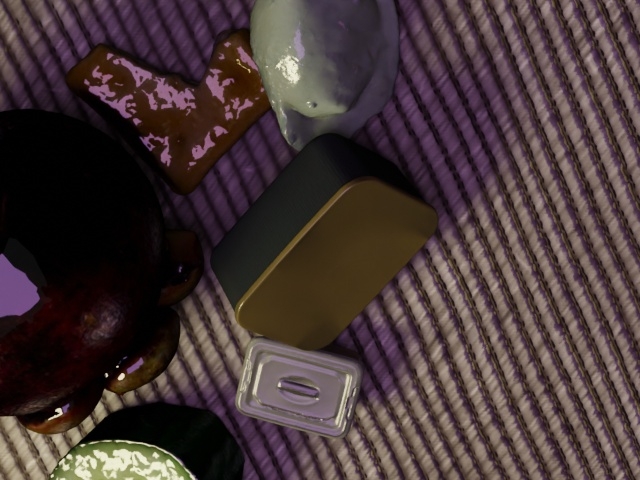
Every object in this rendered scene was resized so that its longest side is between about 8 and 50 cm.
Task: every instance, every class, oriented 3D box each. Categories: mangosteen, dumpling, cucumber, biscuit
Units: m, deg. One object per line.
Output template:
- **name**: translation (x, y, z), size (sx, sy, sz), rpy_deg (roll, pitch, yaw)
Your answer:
- **mangosteen**: translation (-0.272, 0.041, 1.663), size (0.307, 0.307, 0.347), rpy_deg (-39, 126, 15)
- **dumpling**: translation (-0.005, -0.196, 1.649), size (0.108, 0.153, 0.219), rpy_deg (14, 108, 32)
- **cucumber**: translation (-0.177, 0.259, 1.779), size (0.191, 0.130, 0.191), rpy_deg (2, 103, 11)
- **biscuit**: translation (-0.137, -0.156, 1.707), size (0.183, 0.039, 0.174), rpy_deg (-40, 94, 15)

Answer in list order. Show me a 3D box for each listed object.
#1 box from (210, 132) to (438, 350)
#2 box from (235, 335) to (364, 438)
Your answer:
- **box**: translation (0.000, 0.000, 1.673), size (0.144, 0.090, 0.201), rpy_deg (23, 115, -45)
- **box**: translation (-0.019, 0.143, 1.757), size (0.122, 0.062, 0.089), rpy_deg (14, 106, 2)
